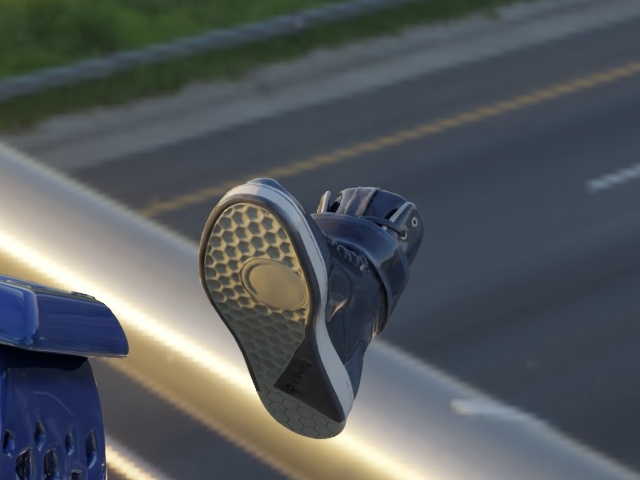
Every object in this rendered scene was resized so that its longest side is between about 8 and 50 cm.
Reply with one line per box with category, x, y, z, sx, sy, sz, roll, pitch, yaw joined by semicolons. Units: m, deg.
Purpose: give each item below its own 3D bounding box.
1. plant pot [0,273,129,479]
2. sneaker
plant pot;-0.273;0.119;1.314;0.236;0.212;0.236;14;-2;14
sneaker;-0.002;0.000;1.240;0.086;0.226;0.163;13;54;21
